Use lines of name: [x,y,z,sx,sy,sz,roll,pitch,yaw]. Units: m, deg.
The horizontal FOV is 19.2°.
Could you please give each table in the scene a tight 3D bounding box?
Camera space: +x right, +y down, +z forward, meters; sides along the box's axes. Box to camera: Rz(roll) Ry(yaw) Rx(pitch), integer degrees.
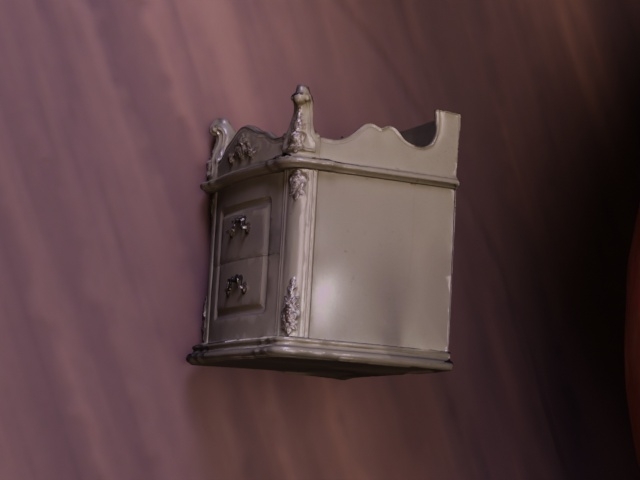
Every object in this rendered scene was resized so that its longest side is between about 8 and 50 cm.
table: [0.000,0.000,0.609,0.062,0.079,0.083,7,82,-24]

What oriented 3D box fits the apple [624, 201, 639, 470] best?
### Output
apple: [0.280,0.021,0.584,0.364,0.364,0.364,2,86,-23]
